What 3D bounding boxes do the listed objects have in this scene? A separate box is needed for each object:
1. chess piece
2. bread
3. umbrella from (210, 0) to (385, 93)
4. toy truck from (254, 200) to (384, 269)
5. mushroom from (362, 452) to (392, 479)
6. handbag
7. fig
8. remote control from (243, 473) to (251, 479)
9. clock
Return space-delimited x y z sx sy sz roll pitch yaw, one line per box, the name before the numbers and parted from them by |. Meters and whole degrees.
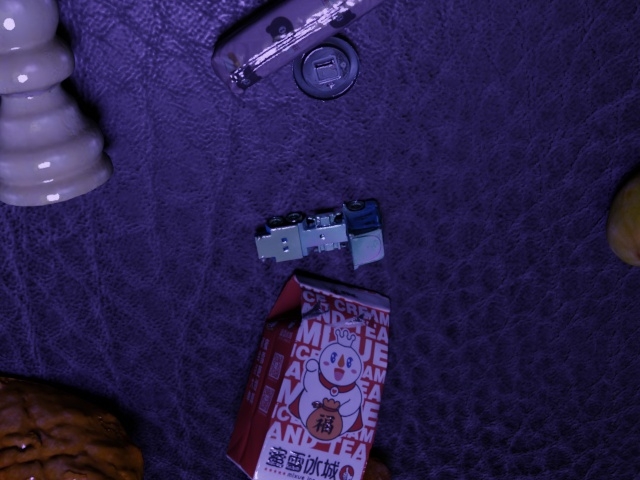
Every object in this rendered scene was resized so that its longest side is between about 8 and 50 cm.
chess piece | -0.332 -0.182 0.960 0.144 0.144 0.251 -8 116 -1
bread | -0.441 0.368 1.160 0.398 0.398 0.215 5 129 -9
umbrella | 0.023 -0.278 0.963 0.337 0.073 0.067 -30 129 12
toy truck | 0.000 0.000 1.131 0.175 0.081 0.067 -9 121 0
mushroom | 0.057 0.474 1.422 0.227 0.148 0.217 -30 136 14
handbag | -0.005 0.203 1.205 0.171 0.151 0.298 19 83 -21
fig | 0.455 -0.030 1.141 0.136 0.121 0.153 42 87 -21
remote control | -0.063 0.351 1.354 0.090 0.066 0.266 14 119 -13
clock | 0.006 -0.212 1.035 0.085 0.017 0.085 -2 122 -4
